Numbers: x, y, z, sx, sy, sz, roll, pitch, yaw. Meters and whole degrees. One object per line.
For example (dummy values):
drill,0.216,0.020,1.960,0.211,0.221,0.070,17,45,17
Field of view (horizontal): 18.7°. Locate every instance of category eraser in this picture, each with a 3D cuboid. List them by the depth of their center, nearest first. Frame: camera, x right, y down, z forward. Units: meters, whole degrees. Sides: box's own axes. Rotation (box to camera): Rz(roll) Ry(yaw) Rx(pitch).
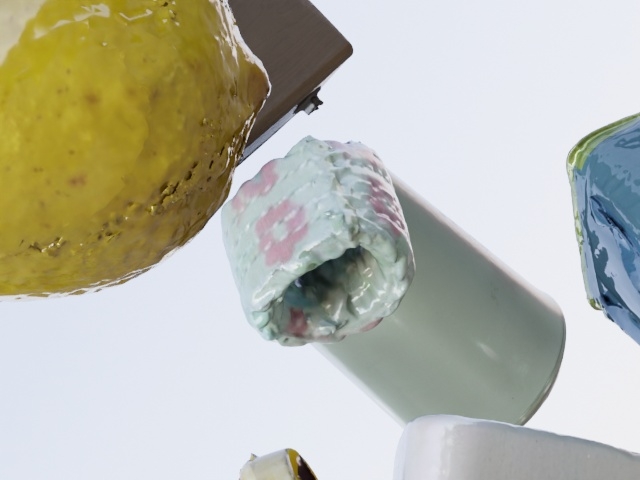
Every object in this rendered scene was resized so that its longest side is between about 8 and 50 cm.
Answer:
eraser,0.176,0.287,2.065,0.331,0.331,0.150,59,-146,-70

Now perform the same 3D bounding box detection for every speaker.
speaker,-0.114,-0.173,2.109,0.231,0.192,0.153,-43,0,-36

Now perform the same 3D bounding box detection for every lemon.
lemon,-0.189,-0.089,1.226,0.310,0.258,0.258,-13,-30,-10

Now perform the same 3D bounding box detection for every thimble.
thimble,0.000,0.000,2.007,0.185,0.149,0.211,-7,-34,-17

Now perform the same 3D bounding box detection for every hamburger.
hamburger,-0.042,0.294,2.182,0.081,0.141,0.126,-27,-56,9

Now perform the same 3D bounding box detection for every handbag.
handbag,0.390,0.014,1.934,0.222,0.241,0.263,-21,-55,-10

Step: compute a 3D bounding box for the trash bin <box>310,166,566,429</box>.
trash bin,0.132,0.100,2.649,0.432,0.280,0.280,41,-94,-28
